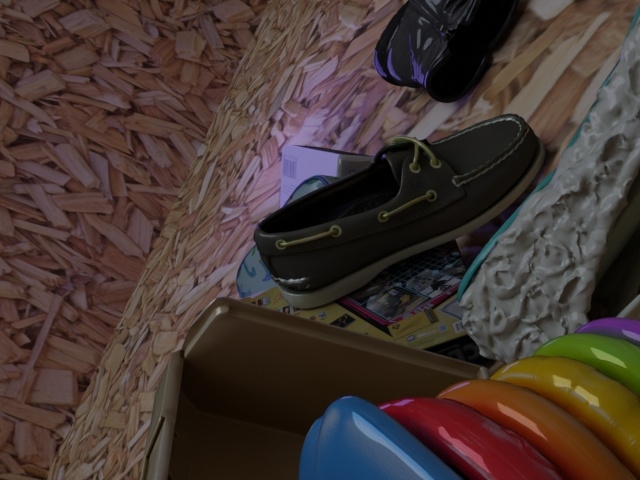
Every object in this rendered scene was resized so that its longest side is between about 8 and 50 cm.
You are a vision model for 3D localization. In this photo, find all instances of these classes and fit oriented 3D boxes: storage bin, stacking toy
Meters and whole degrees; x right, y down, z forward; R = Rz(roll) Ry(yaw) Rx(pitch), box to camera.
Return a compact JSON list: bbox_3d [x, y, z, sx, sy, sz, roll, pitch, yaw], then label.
[{"bbox_3d":[0.007,0.188,0.578,0.262,0.260,0.123,-95,26,-57],"label":"storage bin"},{"bbox_3d":[0.152,0.102,0.415,0.302,0.175,0.166,-30,45,-27],"label":"stacking toy"}]

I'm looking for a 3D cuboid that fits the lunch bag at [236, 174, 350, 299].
[{"bbox_3d":[0.003,0.045,0.959,0.219,0.090,0.176,-51,59,32],"label":"lunch bag"}]

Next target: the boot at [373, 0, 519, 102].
[{"bbox_3d":[0.203,-0.346,1.077,0.338,0.118,0.223,-70,21,9],"label":"boot"}]

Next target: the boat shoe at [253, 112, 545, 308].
[{"bbox_3d":[0.079,-0.045,0.796,0.305,0.091,0.109,-30,33,-1],"label":"boat shoe"}]

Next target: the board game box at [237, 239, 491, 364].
[{"bbox_3d":[0.033,0.084,0.784,0.243,0.042,0.165,-20,34,9],"label":"board game box"}]

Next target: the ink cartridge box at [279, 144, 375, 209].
[{"bbox_3d":[0.000,0.000,1.159,0.296,0.066,0.261,-150,63,-71],"label":"ink cartridge box"}]

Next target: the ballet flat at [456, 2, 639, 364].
[{"bbox_3d":[0.253,-0.065,0.558,0.409,0.147,0.147,-60,19,14],"label":"ballet flat"}]
